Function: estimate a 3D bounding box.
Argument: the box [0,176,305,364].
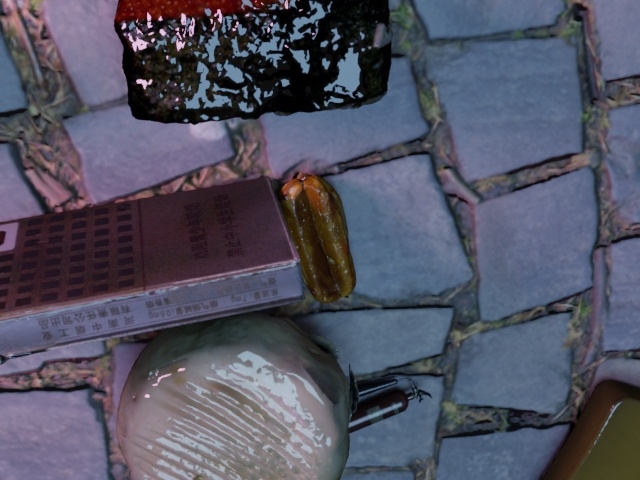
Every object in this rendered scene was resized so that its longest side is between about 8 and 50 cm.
[{"bbox_3d":[-0.188,0.023,0.877,0.325,0.180,0.047,-11,118,-6],"label":"box"}]

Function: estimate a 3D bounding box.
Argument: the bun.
[{"bbox_3d":[-0.079,0.169,0.995,0.239,0.141,0.239,-2,114,-4],"label":"bun"}]

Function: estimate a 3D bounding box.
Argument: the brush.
[{"bbox_3d":[0.334,0.258,1.164,0.123,0.059,0.197,19,110,-16],"label":"brush"}]

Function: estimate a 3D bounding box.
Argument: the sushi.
[{"bbox_3d":[-0.054,-0.162,0.840,0.225,0.136,0.126,0,108,-6],"label":"sushi"}]

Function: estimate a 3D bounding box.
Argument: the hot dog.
[{"bbox_3d":[0.000,0.000,0.984,0.062,0.038,0.144,-20,120,-4],"label":"hot dog"}]

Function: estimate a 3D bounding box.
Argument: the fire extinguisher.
[{"bbox_3d":[0.065,0.168,1.089,0.100,0.032,0.046,-24,84,1],"label":"fire extinguisher"}]
